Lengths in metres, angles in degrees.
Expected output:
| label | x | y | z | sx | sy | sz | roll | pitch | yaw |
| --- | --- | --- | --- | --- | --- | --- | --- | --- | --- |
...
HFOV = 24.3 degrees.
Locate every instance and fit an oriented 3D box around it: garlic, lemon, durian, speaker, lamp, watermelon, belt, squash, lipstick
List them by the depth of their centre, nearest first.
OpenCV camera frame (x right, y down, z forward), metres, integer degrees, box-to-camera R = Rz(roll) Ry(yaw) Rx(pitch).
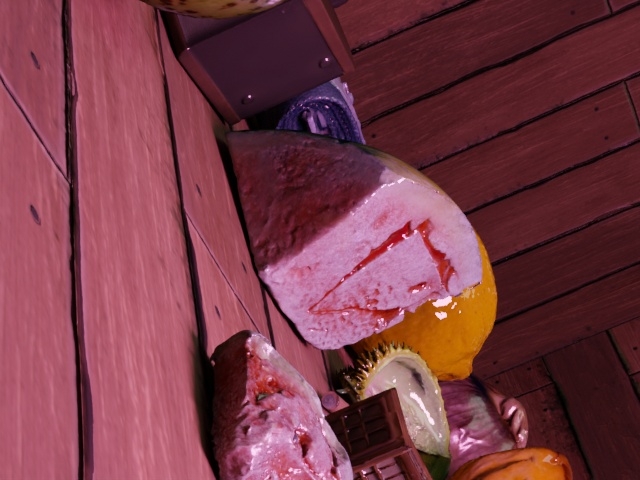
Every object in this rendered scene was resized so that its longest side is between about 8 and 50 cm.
| label | x | y | z | sx | sy | sz | roll | pitch | yaw |
| --- | --- | --- | --- | --- | --- | --- | --- | --- | --- |
| watermelon | -0.026 | 0.146 | 0.981 | 0.139 | 0.071 | 0.187 | 18 | 50 | -76 |
| lamp | 0.091 | 0.285 | 1.327 | 0.090 | 0.089 | 0.325 | -104 | 169 | -60 |
| lipstick | 0.020 | 0.167 | 1.462 | 0.094 | 0.019 | 0.019 | 53 | 15 | -67 |
| watermelon | 0.000 | 0.000 | 1.489 | 0.261 | 0.201 | 0.213 | 20 | -21 | 32 |
| speaker | -0.084 | -0.270 | 1.542 | 0.192 | 0.153 | 0.231 | 53 | 15 | -60 |
| durian | 0.075 | 0.163 | 1.578 | 0.215 | 0.086 | 0.100 | 37 | 24 | -42 |
| squash | 0.110 | 0.255 | 1.666 | 0.252 | 0.066 | 0.066 | 1 | 66 | -82 |
| lemon | 0.105 | 0.050 | 1.756 | 0.260 | 0.204 | 0.204 | 64 | 6 | 2 |
| belt | -0.017 | -0.144 | 1.792 | 0.218 | 0.122 | 0.128 | 69 | 0 | -58 |
| garlic | 0.202 | 0.260 | 1.986 | 0.245 | 0.160 | 0.245 | 56 | 6 | -9 |

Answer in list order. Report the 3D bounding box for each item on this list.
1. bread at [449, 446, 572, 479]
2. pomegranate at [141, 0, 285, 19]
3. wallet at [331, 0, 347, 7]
| label | x | y | z | sx | sy | sz | roll | pitch | yaw |
| --- | --- | --- | --- | --- | --- | --- | --- | --- | --- |
| bread | 0.213 | 0.398 | 1.592 | 0.337 | 0.148 | 0.328 | 68 | 13 | -76 |
| pomegranate | -0.115 | -0.346 | 1.211 | 0.341 | 0.285 | 0.285 | 45 | -2 | 21 |
| wallet | -0.104 | -0.401 | 1.660 | 0.051 | 0.197 | 0.377 | -78 | 147 | -56 |
